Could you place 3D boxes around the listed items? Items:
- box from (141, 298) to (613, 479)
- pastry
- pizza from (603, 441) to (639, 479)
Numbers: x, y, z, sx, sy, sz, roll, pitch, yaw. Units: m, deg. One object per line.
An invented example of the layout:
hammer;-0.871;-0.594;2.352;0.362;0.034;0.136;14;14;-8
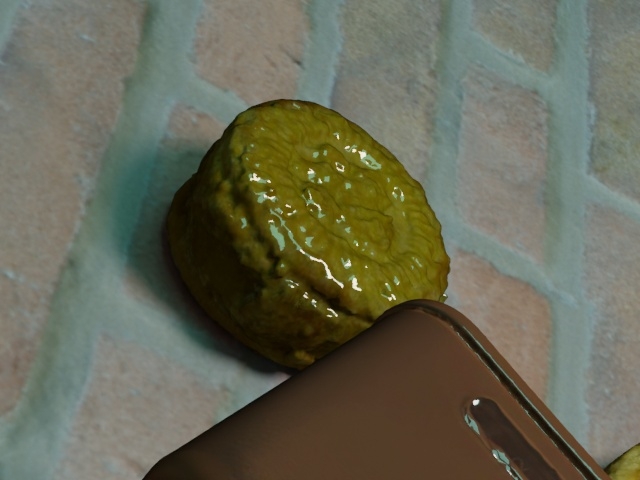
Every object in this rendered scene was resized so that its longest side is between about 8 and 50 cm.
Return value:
box;-0.010;0.240;1.157;0.239;0.339;0.229;49;41;14
pastry;0.000;0.000;1.584;0.235;0.132;0.240;44;38;9
pizza;0.344;0.227;1.669;0.258;0.087;0.268;30;30;0
